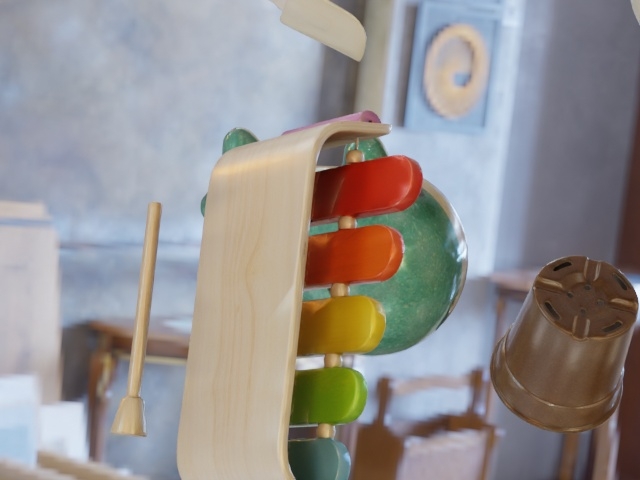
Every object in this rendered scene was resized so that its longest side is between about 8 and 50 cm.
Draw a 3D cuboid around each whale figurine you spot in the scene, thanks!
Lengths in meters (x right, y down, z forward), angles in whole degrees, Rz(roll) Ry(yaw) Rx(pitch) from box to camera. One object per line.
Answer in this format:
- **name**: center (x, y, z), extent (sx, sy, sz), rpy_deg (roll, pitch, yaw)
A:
- **whale figurine**: center (0.000, 0.000, 1.417), extent (0.272, 0.216, 0.141), rpy_deg (30, 26, 14)

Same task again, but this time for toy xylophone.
- **toy xylophone**: center (-0.046, 0.055, 1.118), extent (0.081, 0.323, 0.236), rpy_deg (18, -11, -40)

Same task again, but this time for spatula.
- **spatula**: center (-0.042, -0.276, 1.353), extent (0.242, 0.168, 0.019), rpy_deg (28, 46, 1)

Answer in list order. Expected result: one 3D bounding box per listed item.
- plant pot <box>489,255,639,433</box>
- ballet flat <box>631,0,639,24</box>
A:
- **plant pot**: center (0.299, 0.117, 1.816), extent (0.166, 0.165, 0.167), rpy_deg (4, 50, -5)
- **ballet flat**: center (0.405, -0.305, 1.463), extent (0.139, 0.139, 0.400), rpy_deg (11, 40, 32)
